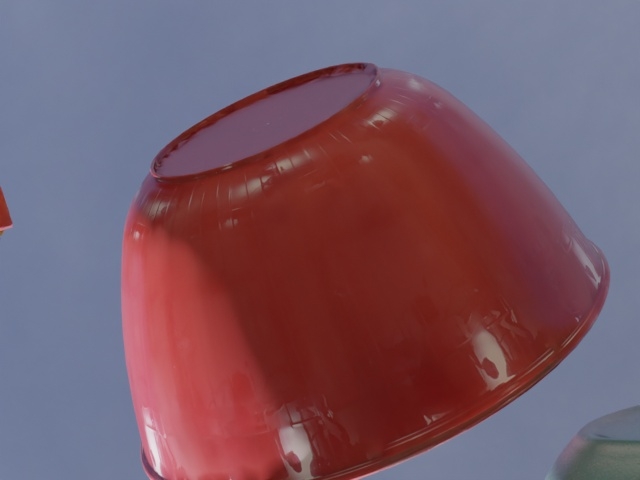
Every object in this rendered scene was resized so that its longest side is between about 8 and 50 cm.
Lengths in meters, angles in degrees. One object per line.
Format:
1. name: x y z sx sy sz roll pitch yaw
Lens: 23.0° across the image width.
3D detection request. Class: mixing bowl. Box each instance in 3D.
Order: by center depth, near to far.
1. mixing bowl: 0.000 0.000 0.553 0.181 0.098 0.181 -22 -161 8

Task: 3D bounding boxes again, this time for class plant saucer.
1. plant saucer: 0.128 0.065 0.505 0.119 0.119 0.021 -9 -88 20

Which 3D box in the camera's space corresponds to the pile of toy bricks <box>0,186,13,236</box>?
1. pile of toy bricks: -0.197 -0.073 0.607 0.105 0.118 0.212 -19 -89 -12
